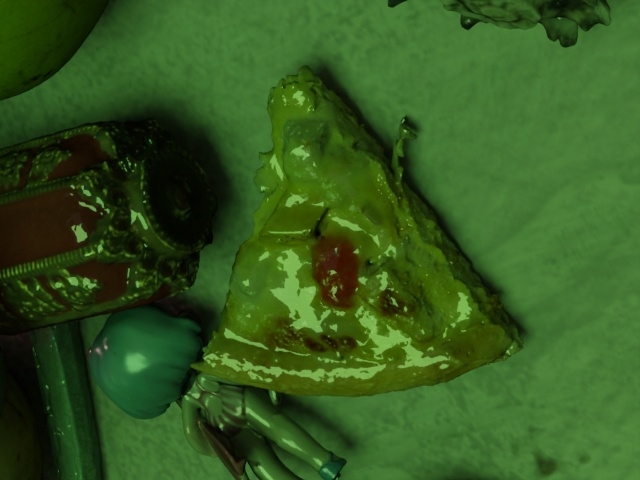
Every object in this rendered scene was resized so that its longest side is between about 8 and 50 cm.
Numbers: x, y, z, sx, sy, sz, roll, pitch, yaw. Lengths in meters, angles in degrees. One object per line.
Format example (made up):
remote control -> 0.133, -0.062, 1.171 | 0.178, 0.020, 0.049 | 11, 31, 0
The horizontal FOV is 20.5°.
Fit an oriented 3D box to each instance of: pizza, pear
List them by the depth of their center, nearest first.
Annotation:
pear -> -0.278, -0.219, 1.437 | 0.269, 0.212, 0.212 | -40, 93, 19
pizza -> 0.000, 0.000, 1.462 | 0.280, 0.075, 0.287 | -12, 107, 15

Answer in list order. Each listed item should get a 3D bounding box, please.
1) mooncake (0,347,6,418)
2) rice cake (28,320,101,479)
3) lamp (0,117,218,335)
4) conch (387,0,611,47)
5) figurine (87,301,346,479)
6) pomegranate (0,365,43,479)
mooncake -> -0.399, 0.115, 1.462 | 0.275, 0.135, 0.275 | 1, 95, 16
rice cake -> -0.245, 0.165, 1.714 | 0.042, 0.045, 0.245 | 7, 118, 27
lamp -> -0.224, -0.009, 1.541 | 0.274, 0.177, 0.177 | -13, 108, 31
conch -> 0.155, -0.234, 1.241 | 0.313, 0.186, 0.240 | -20, 128, 19
figurine -> -0.087, 0.134, 1.582 | 0.260, 0.103, 0.205 | 38, 125, 7
pomegranate -> -0.414, 0.221, 1.691 | 0.322, 0.322, 0.322 | 11, 119, 22
